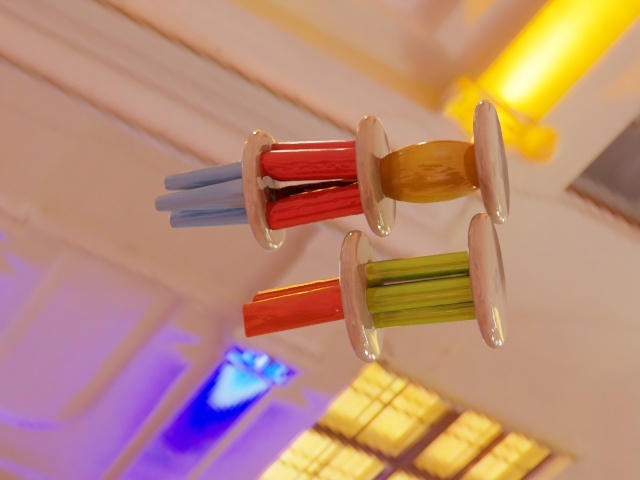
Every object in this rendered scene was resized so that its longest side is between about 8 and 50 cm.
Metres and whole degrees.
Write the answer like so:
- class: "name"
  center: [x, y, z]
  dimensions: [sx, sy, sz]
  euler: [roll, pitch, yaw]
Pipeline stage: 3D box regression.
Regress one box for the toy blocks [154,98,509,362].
- class: "toy blocks"
  center: [0.000, 0.000, 0.675]
  dimensions: [0.123, 0.148, 0.054]
  euler: [-82, -21, -45]
